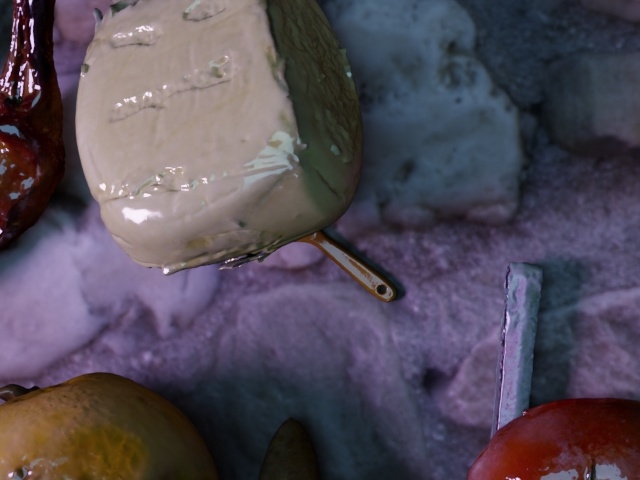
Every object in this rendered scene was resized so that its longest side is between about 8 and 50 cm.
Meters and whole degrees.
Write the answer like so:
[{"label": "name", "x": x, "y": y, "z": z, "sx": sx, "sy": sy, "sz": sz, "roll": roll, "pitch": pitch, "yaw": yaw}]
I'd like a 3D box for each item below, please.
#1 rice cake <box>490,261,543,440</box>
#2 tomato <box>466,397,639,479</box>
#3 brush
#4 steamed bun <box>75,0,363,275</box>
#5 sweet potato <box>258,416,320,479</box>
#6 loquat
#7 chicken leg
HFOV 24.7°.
[{"label": "rice cake", "x": 0.167, "y": 0.121, "z": 1.268, "sx": 0.033, "sy": 0.033, "sz": 0.207, "roll": 6, "pitch": 95, "yaw": 4}, {"label": "tomato", "x": 0.226, "y": 0.240, "z": 1.218, "sx": 0.225, "sy": 0.085, "sz": 0.225, "roll": 1, "pitch": 95, "yaw": 8}, {"label": "brush", "x": 0.000, "y": 0.000, "z": 1.314, "sx": 0.170, "sy": 0.014, "sz": 0.043, "roll": 38, "pitch": 102, "yaw": 9}, {"label": "steamed bun", "x": -0.084, "y": -0.102, "z": 1.253, "sx": 0.232, "sy": 0.166, "sz": 0.273, "roll": -26, "pitch": 60, "yaw": 20}, {"label": "sweet potato", "x": -0.022, "y": 0.333, "z": 1.296, "sx": 0.114, "sy": 0.092, "sz": 0.341, "roll": -15, "pitch": 88, "yaw": -11}, {"label": "loquat", "x": -0.210, "y": 0.221, "z": 1.274, "sx": 0.244, "sy": 0.244, "sz": 0.243, "roll": 1, "pitch": 92, "yaw": 14}, {"label": "chicken leg", "x": -0.309, "y": -0.090, "z": 1.332, "sx": 0.158, "sy": 0.096, "sz": 0.407, "roll": 29, "pitch": 110, "yaw": -20}]
